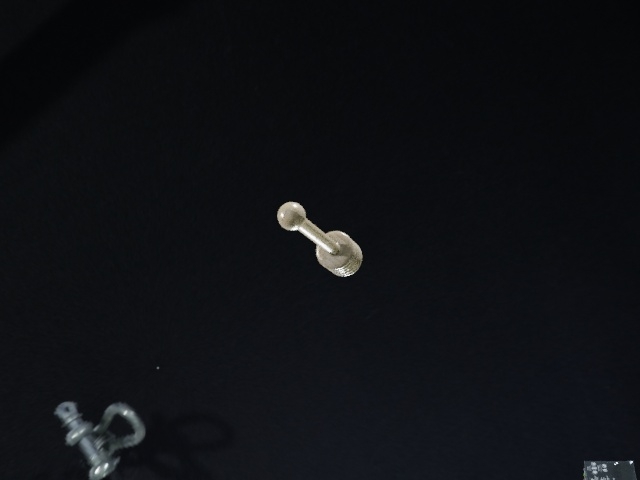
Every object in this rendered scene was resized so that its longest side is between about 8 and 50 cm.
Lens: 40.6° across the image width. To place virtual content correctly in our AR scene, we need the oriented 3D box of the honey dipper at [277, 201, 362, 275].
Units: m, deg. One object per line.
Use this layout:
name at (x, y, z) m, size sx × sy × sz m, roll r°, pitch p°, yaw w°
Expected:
honey dipper at (0.000, 0.000, 0.612) m, size 0.030 × 0.160 × 0.030 m, roll -3°, pitch -100°, yaw 14°

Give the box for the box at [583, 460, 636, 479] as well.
box at (0.304, 0.281, 0.907) m, size 0.052 × 0.083 × 0.062 m, roll -3°, pitch -140°, yaw 11°
